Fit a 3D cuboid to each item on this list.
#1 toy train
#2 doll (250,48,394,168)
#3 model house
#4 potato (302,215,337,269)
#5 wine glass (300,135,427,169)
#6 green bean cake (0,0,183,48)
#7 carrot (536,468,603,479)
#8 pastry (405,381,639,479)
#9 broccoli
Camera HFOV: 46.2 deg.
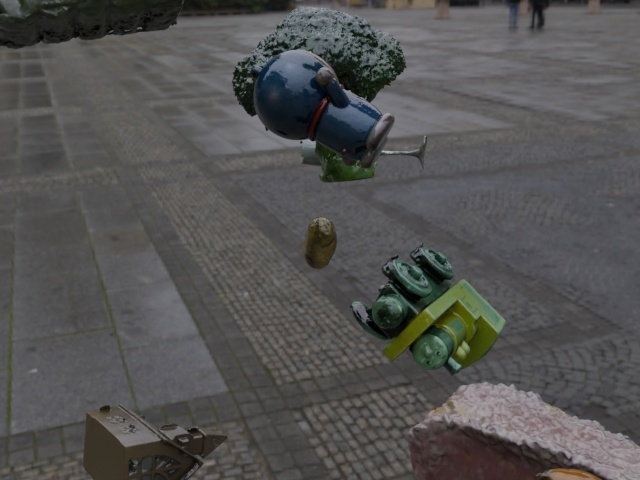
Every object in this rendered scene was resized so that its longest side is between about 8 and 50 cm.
[{"bbox_3d":[0.199,0.139,1.351,0.237,0.150,0.369,46,20,11],"label":"toy train"},{"bbox_3d":[-0.004,-0.130,0.731,0.152,0.114,0.085,30,62,9],"label":"doll"},{"bbox_3d":[-0.273,0.390,1.339,0.248,0.176,0.181,1,9,-39],"label":"model house"},{"bbox_3d":[0.000,0.000,0.988,0.045,0.092,0.046,26,52,13],"label":"potato"},{"bbox_3d":[0.084,-0.180,1.531,0.262,0.074,0.074,1,19,10],"label":"wine glass"},{"bbox_3d":[-0.302,-0.369,0.900,0.255,0.241,0.132,-11,1,-19],"label":"green bean cake"},{"bbox_3d":[0.189,0.164,0.376,0.190,0.037,0.037,32,17,-8],"label":"carrot"},{"bbox_3d":[0.196,0.190,0.579,0.112,0.102,0.265,-22,33,-39],"label":"pastry"},{"bbox_3d":[-0.004,-0.240,1.255,0.298,0.297,0.297,-10,6,1],"label":"broccoli"}]
